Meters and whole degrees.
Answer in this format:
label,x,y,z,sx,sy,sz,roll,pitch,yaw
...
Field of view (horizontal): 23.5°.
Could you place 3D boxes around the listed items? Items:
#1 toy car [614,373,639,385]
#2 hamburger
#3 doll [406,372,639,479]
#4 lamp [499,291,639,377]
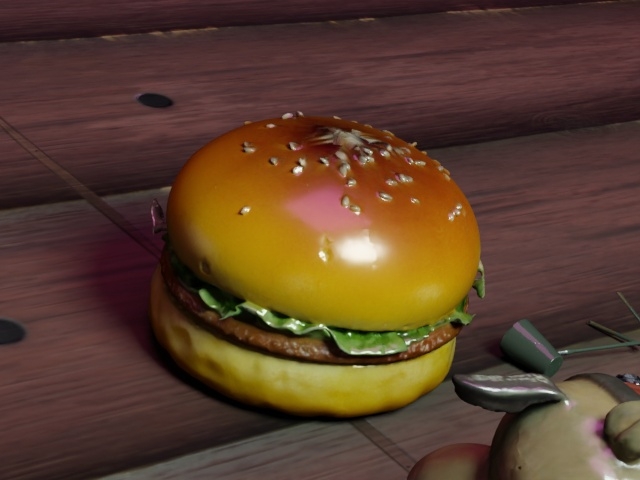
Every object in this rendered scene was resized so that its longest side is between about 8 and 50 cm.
label,x,y,z,sx,sy,sz,roll,pitch,yaw
toy car,0.262,0.138,1.005,0.171,0.070,0.080,4,26,-12
hamburger,-0.001,0.000,1.066,0.246,0.170,0.246,9,28,-5
doll,0.216,0.145,0.841,0.330,0.174,0.235,3,40,-22
lamp,0.193,0.076,1.152,0.121,0.041,0.054,-17,45,-40
